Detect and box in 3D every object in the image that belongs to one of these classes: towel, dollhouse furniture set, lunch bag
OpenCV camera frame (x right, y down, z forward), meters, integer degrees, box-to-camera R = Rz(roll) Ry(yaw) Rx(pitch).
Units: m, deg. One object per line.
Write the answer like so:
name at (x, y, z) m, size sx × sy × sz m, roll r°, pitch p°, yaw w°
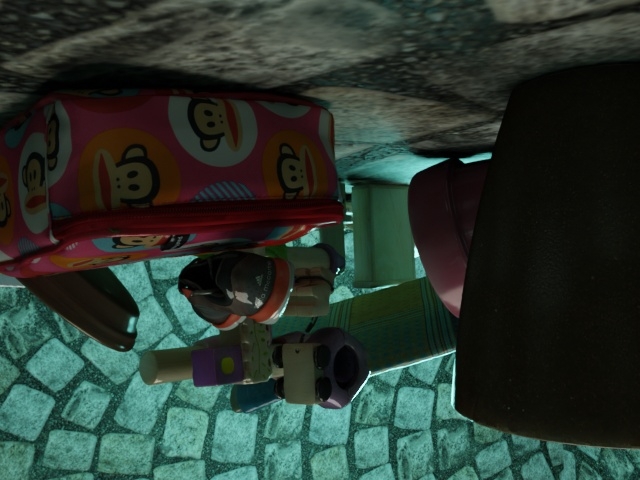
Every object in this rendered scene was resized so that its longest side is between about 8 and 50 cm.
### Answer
towel at (0.066, 0.137, 0.932) m, size 0.369 × 0.040 × 0.271 m, roll -17°, pitch -167°, yaw 13°
dollhouse furniture set at (0.000, 0.000, 1.188) m, size 0.303 × 0.174 × 0.355 m, roll -1°, pitch 177°, yaw -39°
lunch bag at (-0.128, -0.044, 0.532) m, size 0.258 × 0.120 × 0.293 m, roll -7°, pitch 180°, yaw -42°

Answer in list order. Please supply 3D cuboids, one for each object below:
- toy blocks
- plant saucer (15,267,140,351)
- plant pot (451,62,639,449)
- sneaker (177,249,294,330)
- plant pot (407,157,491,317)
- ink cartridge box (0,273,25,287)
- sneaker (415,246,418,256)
toy blocks at (-0.038, 0.044, 0.791) m, size 0.308 × 0.289 × 0.260 m, roll -8°, pitch 172°, yaw 41°
plant saucer at (-0.301, 0.014, 0.715) m, size 0.041 × 0.278 × 0.278 m, roll -44°, pitch -175°, yaw -7°
plant pot at (0.198, 0.002, 0.454) m, size 0.215 × 0.231 × 0.215 m, roll -3°, pitch 179°, yaw 0°
sneaker at (-0.077, 0.029, 0.475) m, size 0.064 × 0.061 × 0.158 m, roll 21°, pitch 161°, yaw -24°
plant pot at (0.229, -0.021, 0.758) m, size 0.180 × 0.202 × 0.201 m, roll -20°, pitch 170°, yaw 28°
ink cartridge box at (-0.599, 0.007, 0.981) m, size 0.277 × 0.117 × 0.201 m, roll 4°, pitch 179°, yaw -25°
sneaker at (0.253, -0.040, 1.369) m, size 0.315 × 0.128 × 0.182 m, roll -11°, pitch 172°, yaw 24°
